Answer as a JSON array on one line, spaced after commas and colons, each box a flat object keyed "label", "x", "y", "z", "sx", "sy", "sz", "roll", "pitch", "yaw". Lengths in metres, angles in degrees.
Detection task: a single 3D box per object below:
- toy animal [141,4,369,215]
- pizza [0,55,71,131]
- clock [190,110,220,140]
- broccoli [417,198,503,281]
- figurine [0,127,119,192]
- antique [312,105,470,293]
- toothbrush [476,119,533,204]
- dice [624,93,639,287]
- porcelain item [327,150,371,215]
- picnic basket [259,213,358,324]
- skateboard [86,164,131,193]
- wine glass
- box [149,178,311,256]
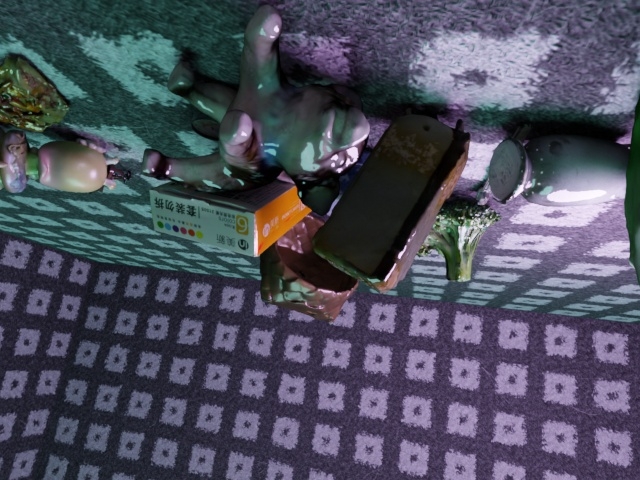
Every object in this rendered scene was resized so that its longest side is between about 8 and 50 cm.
[{"label": "toy animal", "x": -0.053, "y": -0.148, "z": 0.610, "sx": 0.302, "sy": 0.195, "sz": 0.344, "roll": 15, "pitch": 176, "yaw": -40}, {"label": "pizza", "x": -0.543, "y": -0.247, "z": 0.754, "sx": 0.226, "sy": 0.069, "sz": 0.147, "roll": 0, "pitch": 161, "yaw": 31}, {"label": "clock", "x": -0.202, "y": -0.213, "z": 0.784, "sx": 0.085, "sy": 0.017, "sz": 0.085, "roll": 8, "pitch": 166, "yaw": 2}, {"label": "broccoli", "x": 0.312, "y": 0.003, "z": 0.975, "sx": 0.219, "sy": 0.195, "sz": 0.194, "roll": -5, "pitch": 161, "yaw": 24}, {"label": "figurine", "x": -0.643, "y": -0.161, "z": 0.873, "sx": 0.393, "sy": 0.227, "sz": 0.274, "roll": 5, "pitch": -165, "yaw": -24}, {"label": "antique", "x": 0.118, "y": -0.067, "z": 0.635, "sx": 0.125, "sy": 0.284, "sz": 0.150, "roll": 30, "pitch": 175, "yaw": 20}, {"label": "toothbrush", "x": 0.331, "y": -0.134, "z": 0.771, "sx": 0.026, "sy": 0.028, "sz": 0.294, "roll": 5, "pitch": 160, "yaw": 8}, {"label": "dice", "x": 0.503, "y": -0.055, "z": 0.424, "sx": 0.286, "sy": 0.301, "sz": 0.297, "roll": 0, "pitch": 163, "yaw": 23}, {"label": "porcelain item", "x": 0.077, "y": -0.107, "z": 0.834, "sx": 0.147, "sy": 0.114, "sz": 0.147, "roll": 8, "pitch": 164, "yaw": 2}, {"label": "picnic basket", "x": 0.000, "y": 0.000, "z": 1.085, "sx": 0.292, "sy": 0.338, "sz": 0.337, "roll": 22, "pitch": 161, "yaw": -22}, {"label": "skateboard", "x": -0.563, "y": -0.165, "z": 1.107, "sx": 0.080, "sy": 0.067, "sz": 0.151, "roll": 9, "pitch": 165, "yaw": -43}, {"label": "wine glass", "x": 0.376, "y": -0.108, "z": 0.649, "sx": 0.204, "sy": 0.111, "sz": 0.111, "roll": -1, "pitch": 166, "yaw": -5}, {"label": "box", "x": -0.155, "y": -0.079, "z": 0.809, "sx": 0.220, "sy": 0.091, "sz": 0.274, "roll": 14, "pitch": -154, "yaw": 19}]
